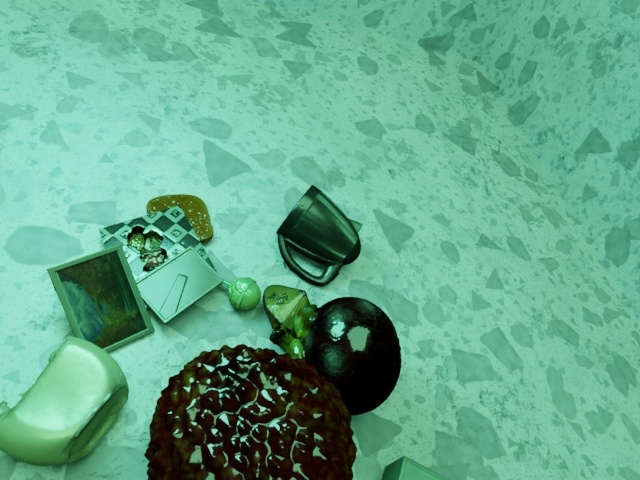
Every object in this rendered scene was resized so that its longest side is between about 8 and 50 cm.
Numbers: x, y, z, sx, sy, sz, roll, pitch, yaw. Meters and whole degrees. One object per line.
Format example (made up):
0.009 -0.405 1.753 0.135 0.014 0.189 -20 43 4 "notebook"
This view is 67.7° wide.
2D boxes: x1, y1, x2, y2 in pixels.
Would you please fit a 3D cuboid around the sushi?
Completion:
-0.469 0.055 1.380 0.263 0.050 0.290 -21 65 -26 "sushi"

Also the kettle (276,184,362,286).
0.010 -0.013 1.569 0.271 0.207 0.251 37 40 -4 "kettle"

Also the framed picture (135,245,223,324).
-0.393 0.119 1.320 0.150 0.015 0.203 43 56 13 "framed picture"

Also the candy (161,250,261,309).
-0.328 0.105 1.409 0.335 0.093 0.092 25 3 7 "candy"

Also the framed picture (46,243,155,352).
-0.547 0.153 1.202 0.184 0.016 0.250 -23 98 -37 "framed picture"

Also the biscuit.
-0.444 -0.066 1.506 0.186 0.036 0.192 -8 57 -27 "biscuit"

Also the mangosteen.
0.058 0.305 1.254 0.329 0.330 0.330 13 49 -15 "mangosteen"

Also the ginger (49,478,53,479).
-0.576 0.599 0.836 0.244 0.155 0.304 6 59 -30 "ginger"

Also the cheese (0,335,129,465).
-0.569 0.351 1.047 0.233 0.127 0.266 28 45 2 "cheese"

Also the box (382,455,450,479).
0.249 0.693 1.153 0.224 0.117 0.225 29 46 -1 "box"

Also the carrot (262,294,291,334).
-0.124 0.229 1.398 0.060 0.060 0.186 -10 59 -31 "carrot"

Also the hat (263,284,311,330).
-0.069 0.177 1.403 0.193 0.082 0.193 32 26 -17 "hat"

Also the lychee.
-0.122 0.446 0.988 0.500 0.424 0.425 48 46 -9 "lychee"
